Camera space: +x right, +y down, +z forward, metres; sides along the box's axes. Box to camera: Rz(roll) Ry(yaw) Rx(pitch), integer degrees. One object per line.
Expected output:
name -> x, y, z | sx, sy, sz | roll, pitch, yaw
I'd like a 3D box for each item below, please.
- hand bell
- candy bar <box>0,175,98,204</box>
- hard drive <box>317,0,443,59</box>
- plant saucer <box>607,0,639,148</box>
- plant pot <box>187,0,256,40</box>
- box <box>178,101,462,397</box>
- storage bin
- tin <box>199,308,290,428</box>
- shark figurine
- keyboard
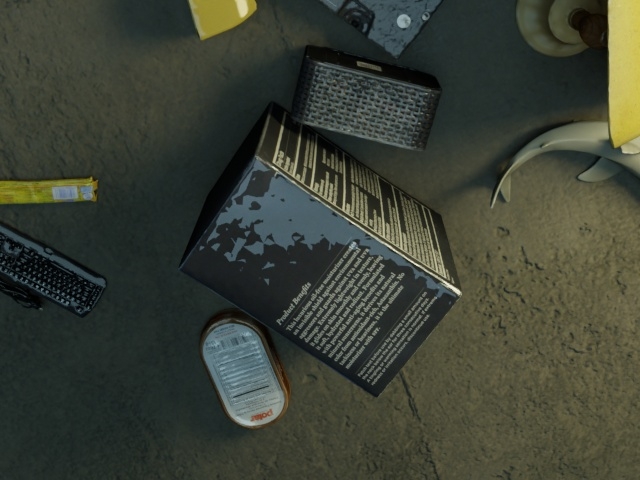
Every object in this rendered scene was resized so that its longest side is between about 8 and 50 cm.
hand bell -> 0.318, -0.265, 1.289 | 0.126, 0.242, 0.126 | 0, 110, 1
candy bar -> -0.390, -0.069, 1.481 | 0.161, 0.018, 0.040 | -2, 113, 1
hard drive -> 0.106, -0.432, 1.327 | 0.237, 0.064, 0.339 | 34, 107, -11
plant saucer -> 0.410, -0.303, 1.229 | 0.081, 0.333, 0.333 | 6, 112, 28
plant pot -> -0.128, -0.311, 1.365 | 0.083, 0.081, 0.082 | -16, 108, -5
box -> 0.000, 0.000, 1.358 | 0.294, 0.296, 0.183 | 35, 107, -10
storage bin -> 0.058, -0.188, 1.381 | 0.180, 0.122, 0.084 | 14, 109, -4
tin -> -0.112, 0.192, 1.562 | 0.106, 0.040, 0.190 | -18, 108, 11
shark figurine -> 0.363, -0.116, 1.412 | 0.278, 0.116, 0.166 | 0, 108, -1
keyboard -> -0.411, 0.056, 1.515 | 0.192, 0.038, 0.100 | 29, 107, -8
